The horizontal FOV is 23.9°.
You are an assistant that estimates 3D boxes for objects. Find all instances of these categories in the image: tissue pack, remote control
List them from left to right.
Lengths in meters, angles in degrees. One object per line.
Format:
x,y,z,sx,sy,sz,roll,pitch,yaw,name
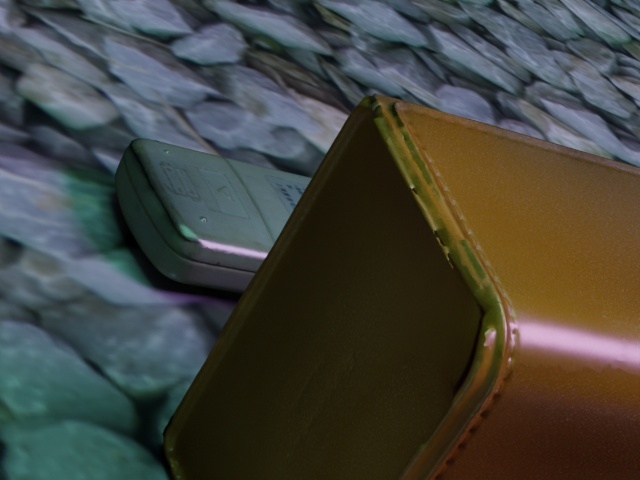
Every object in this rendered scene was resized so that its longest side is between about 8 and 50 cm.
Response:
0.000,0.000,0.827,0.233,0.038,0.098,11,33,-35,remote control
0.108,0.079,0.623,0.274,0.194,0.145,11,32,-31,tissue pack
